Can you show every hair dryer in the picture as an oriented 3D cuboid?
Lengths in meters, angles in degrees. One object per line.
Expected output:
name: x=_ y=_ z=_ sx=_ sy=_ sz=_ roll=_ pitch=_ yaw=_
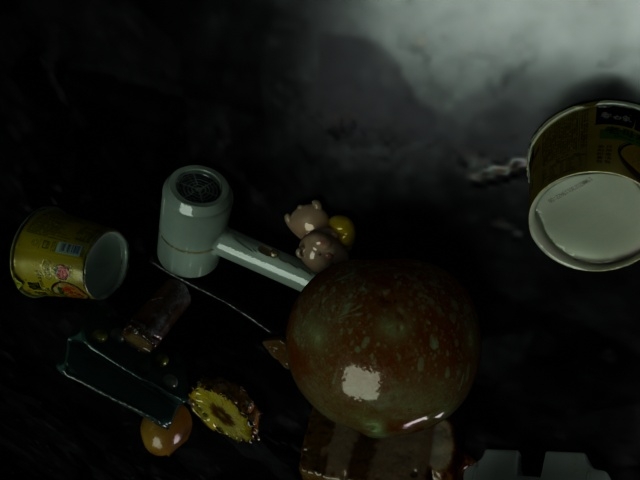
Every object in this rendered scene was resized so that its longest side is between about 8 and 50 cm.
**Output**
hair dryer: x=-0.087 y=0.020 z=0.842 sx=0.357 sy=0.108 sz=0.173 roll=23 pitch=139 yaw=-2

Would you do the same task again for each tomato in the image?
tomato: x=0.085 y=0.155 z=0.722 sx=0.270 sy=0.223 sz=0.270 roll=2 pitch=146 yaw=2

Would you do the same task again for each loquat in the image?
loquat: x=-0.414 y=0.499 z=1.401 sx=0.141 sy=0.141 sz=0.141 roll=16 pitch=134 yaw=17

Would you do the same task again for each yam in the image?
yam: x=-0.321 y=0.150 z=1.041 sx=0.079 sy=0.141 sz=0.079 roll=17 pitch=136 yaw=17

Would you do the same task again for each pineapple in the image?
pineapple: x=-0.222 y=0.393 z=1.245 sx=0.224 sy=0.076 sz=0.225 roll=18 pitch=133 yaw=20

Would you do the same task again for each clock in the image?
clock: x=0.414 y=0.483 z=0.939 sx=0.262 sy=0.116 sz=0.231 roll=-16 pitch=123 yaw=40

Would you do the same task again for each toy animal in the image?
toy animal: x=0.000 y=0.000 z=0.764 sx=0.091 sy=0.082 sz=0.114 roll=-26 pitch=111 yaw=43

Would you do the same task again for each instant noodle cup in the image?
instant noodle cup: x=0.280 y=-0.049 z=0.529 sx=0.151 sy=0.122 sz=0.151 roll=15 pitch=131 yaw=17
instant noodle cup: x=-0.472 y=0.034 z=1.014 sx=0.144 sy=0.182 sz=0.182 roll=10 pitch=133 yaw=11

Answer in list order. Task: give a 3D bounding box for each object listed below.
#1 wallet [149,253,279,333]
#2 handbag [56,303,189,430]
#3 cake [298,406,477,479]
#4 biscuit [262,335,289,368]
wallet: x=-0.181 y=0.089 z=0.935 sx=0.244 sy=0.025 sz=0.124 roll=32 pitch=-178 yaw=0
handbag: x=-0.400 y=0.245 z=1.114 sx=0.268 sy=0.100 sz=0.274 roll=36 pitch=180 yaw=-16
cake: x=0.130 y=0.370 z=0.932 sx=0.292 sy=0.196 sz=0.199 roll=2 pitch=139 yaw=22
biscuit: x=-0.055 y=0.224 z=1.039 sx=0.130 sy=0.019 sz=0.119 roll=27 pitch=137 yaw=6
